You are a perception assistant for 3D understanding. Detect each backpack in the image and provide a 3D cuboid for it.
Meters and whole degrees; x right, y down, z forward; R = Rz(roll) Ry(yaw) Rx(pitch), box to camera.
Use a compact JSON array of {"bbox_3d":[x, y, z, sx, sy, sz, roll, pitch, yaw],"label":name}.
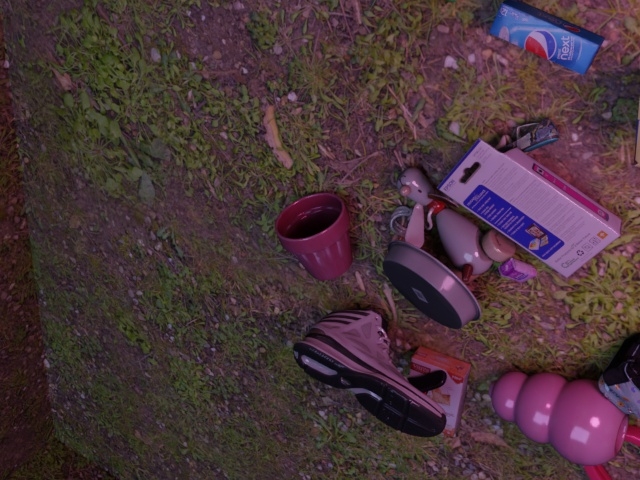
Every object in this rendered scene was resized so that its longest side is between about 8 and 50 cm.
[{"bbox_3d":[0.746,0.328,1.572,0.188,0.166,0.144,44,146,7],"label":"backpack"}]

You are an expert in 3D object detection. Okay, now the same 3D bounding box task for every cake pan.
[{"bbox_3d":[0.268,0.118,1.729,0.293,0.054,0.293,40,166,12],"label":"cake pan"}]

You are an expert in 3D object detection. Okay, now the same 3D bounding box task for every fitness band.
[{"bbox_3d":[0.803,0.595,1.765,0.209,0.054,0.291,-34,96,38],"label":"fitness band"}]

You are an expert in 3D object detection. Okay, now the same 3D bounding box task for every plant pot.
[{"bbox_3d":[0.000,0.000,1.860,0.201,0.201,0.180,1,132,33],"label":"plant pot"}]

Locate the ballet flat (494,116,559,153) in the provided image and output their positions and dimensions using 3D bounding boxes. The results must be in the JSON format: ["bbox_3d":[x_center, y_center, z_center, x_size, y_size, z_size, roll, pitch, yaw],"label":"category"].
[{"bbox_3d":[0.438,-0.216,1.532,0.188,0.070,0.070,-25,101,38],"label":"ballet flat"}]

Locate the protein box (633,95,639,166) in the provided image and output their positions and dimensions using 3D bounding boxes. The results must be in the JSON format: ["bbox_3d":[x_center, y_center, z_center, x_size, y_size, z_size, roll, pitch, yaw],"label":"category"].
[{"bbox_3d":[0.695,-0.225,1.257,0.199,0.201,0.136,9,120,29],"label":"protein box"}]

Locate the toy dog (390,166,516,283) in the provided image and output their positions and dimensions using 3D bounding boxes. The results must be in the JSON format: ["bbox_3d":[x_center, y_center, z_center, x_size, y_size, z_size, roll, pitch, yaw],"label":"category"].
[{"bbox_3d":[0.296,-0.016,1.664,0.333,0.161,0.220,30,128,15],"label":"toy dog"}]

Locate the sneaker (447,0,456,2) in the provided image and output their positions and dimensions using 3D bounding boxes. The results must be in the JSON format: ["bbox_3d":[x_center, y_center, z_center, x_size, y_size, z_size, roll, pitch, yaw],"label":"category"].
[{"bbox_3d":[0.336,-0.603,1.338,0.146,0.134,0.343,48,140,-9],"label":"sneaker"}]

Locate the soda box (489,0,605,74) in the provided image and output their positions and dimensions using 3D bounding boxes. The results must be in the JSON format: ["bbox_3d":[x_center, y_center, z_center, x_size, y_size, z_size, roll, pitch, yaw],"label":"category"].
[{"bbox_3d":[0.454,-0.413,1.391,0.210,0.071,0.067,30,128,15],"label":"soda box"}]

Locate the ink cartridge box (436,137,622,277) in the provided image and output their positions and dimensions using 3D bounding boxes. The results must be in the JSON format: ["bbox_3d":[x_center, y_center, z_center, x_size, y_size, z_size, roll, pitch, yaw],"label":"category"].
[{"bbox_3d":[0.461,-0.079,1.537,0.370,0.069,0.176,33,136,-3],"label":"ink cartridge box"}]

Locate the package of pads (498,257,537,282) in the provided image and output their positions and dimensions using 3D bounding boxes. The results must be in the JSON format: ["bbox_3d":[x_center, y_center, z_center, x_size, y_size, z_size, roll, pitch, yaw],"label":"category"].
[{"bbox_3d":[0.474,0.073,1.659,0.083,0.032,0.050,18,139,-33],"label":"package of pads"}]

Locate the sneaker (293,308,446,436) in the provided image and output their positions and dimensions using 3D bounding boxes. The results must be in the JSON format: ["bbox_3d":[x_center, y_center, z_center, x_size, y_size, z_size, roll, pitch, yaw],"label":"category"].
[{"bbox_3d":[0.174,0.321,1.868,0.447,0.257,0.169,29,139,17],"label":"sneaker"}]

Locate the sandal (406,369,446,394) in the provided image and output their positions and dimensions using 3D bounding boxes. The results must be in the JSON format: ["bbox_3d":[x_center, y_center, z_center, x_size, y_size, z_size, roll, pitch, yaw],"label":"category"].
[{"bbox_3d":[0.278,0.405,1.900,0.179,0.067,0.040,-26,126,36],"label":"sandal"}]

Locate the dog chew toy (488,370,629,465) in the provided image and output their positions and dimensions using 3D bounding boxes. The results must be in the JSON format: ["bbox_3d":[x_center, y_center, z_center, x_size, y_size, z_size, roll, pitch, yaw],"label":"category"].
[{"bbox_3d":[0.580,0.422,1.720,0.331,0.206,0.207,15,124,37],"label":"dog chew toy"}]

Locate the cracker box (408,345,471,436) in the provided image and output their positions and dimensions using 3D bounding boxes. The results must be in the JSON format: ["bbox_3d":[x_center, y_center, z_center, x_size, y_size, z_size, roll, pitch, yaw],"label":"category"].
[{"bbox_3d":[0.329,0.429,1.963,0.155,0.067,0.232,17,123,24],"label":"cracker box"}]
